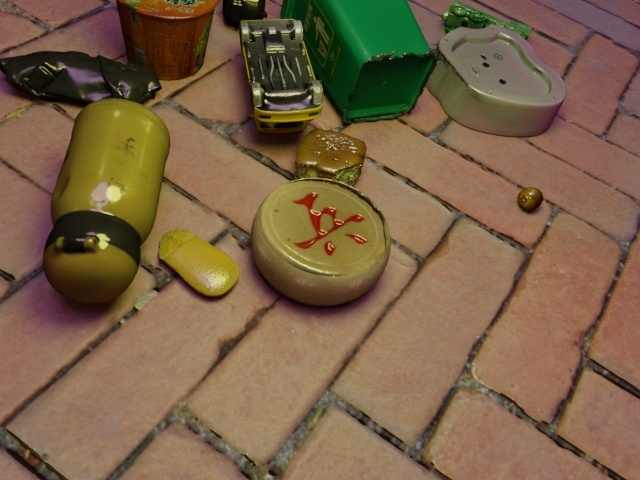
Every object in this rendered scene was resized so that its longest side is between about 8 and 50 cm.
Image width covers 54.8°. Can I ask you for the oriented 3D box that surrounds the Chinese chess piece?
[{"bbox_3d":[0.000,0.000,1.103,0.250,0.103,0.249,8,49,-9],"label":"Chinese chess piece"}]

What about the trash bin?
[{"bbox_3d":[0.099,-0.478,1.426,0.295,0.259,0.380,-12,62,-22],"label":"trash bin"}]

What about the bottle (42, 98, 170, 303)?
[{"bbox_3d":[-0.358,-0.059,1.025,0.172,0.171,0.351,6,53,-8],"label":"bottle"}]

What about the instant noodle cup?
[{"bbox_3d":[-0.336,-0.476,1.350,0.231,0.182,0.230,7,51,-8],"label":"instant noodle cup"}]

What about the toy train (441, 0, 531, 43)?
[{"bbox_3d":[0.458,-0.588,1.699,0.252,0.085,0.119,26,45,6],"label":"toy train"}]

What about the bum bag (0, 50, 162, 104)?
[{"bbox_3d":[-0.495,-0.335,1.269,0.327,0.079,0.142,6,47,-7],"label":"bum bag"}]

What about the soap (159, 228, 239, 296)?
[{"bbox_3d":[-0.218,0.034,1.067,0.169,0.033,0.089,32,49,14],"label":"soap"}]

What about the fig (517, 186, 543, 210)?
[{"bbox_3d":[0.457,-0.093,1.326,0.083,0.050,0.050,-16,55,-47],"label":"fig"}]

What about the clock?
[{"bbox_3d":[0.437,-0.400,1.526,0.339,0.102,0.338,7,51,-9],"label":"clock"}]

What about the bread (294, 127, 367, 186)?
[{"bbox_3d":[0.018,-0.161,1.257,0.140,0.069,0.127,15,51,0],"label":"bread"}]

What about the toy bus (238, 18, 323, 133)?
[{"bbox_3d":[-0.093,-0.342,1.323,0.144,0.152,0.330,-5,51,-10],"label":"toy bus"}]

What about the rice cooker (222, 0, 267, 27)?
[{"bbox_3d":[-0.191,-0.602,1.532,0.107,0.112,0.165,-2,53,-22],"label":"rice cooker"}]
